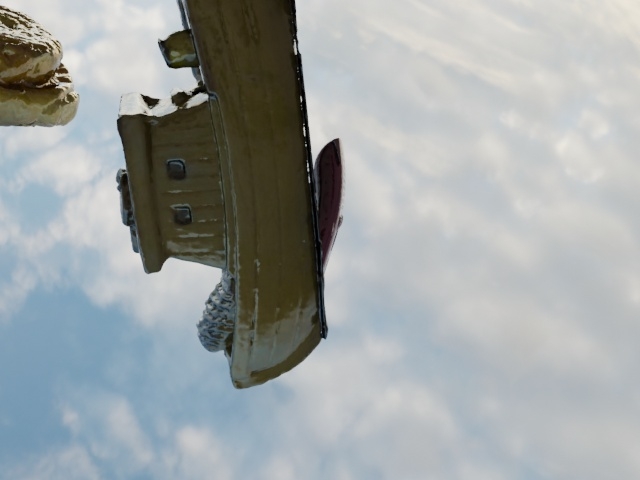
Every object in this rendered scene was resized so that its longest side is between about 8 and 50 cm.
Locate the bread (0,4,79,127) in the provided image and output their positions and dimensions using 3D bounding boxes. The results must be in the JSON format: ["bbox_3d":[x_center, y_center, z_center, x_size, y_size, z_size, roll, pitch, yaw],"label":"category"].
[{"bbox_3d":[-0.409,-0.214,0.829,0.236,0.120,0.198,6,-152,-42],"label":"bread"}]

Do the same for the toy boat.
[{"bbox_3d":[-0.071,-0.052,0.447,0.121,0.321,0.089,-10,-156,-9],"label":"toy boat"}]

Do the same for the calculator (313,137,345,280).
[{"bbox_3d":[0.000,0.000,0.667,0.034,0.126,0.191,12,-86,2],"label":"calculator"}]
